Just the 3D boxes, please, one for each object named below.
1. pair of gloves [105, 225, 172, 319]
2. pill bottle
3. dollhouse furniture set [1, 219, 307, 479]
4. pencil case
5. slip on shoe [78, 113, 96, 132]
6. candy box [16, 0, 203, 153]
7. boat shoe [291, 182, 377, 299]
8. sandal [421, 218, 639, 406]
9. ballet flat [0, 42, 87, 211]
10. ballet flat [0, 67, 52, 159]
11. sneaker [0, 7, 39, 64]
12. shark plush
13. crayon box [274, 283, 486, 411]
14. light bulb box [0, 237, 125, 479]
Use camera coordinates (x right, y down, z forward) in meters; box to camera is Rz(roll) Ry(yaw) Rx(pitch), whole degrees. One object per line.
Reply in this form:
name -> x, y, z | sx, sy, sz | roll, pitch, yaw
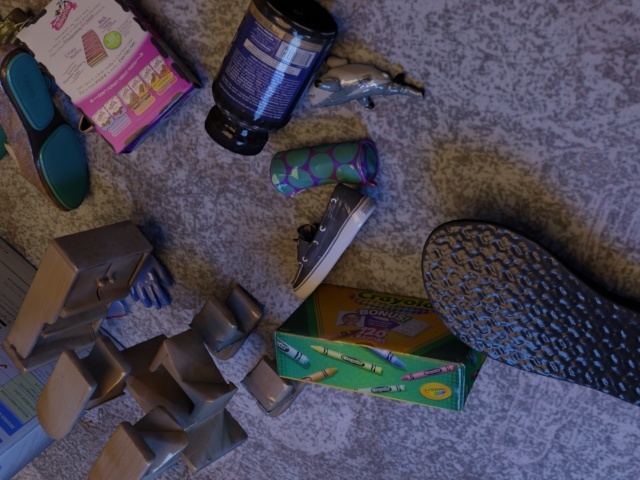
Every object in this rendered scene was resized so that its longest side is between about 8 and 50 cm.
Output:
pair of gloves -> -0.353, 0.060, 1.469 | 0.198, 0.023, 0.159 | -14, 103, 29
pill bottle -> -0.077, -0.230, 1.151 | 0.123, 0.123, 0.219 | 37, 122, 7
dollhouse furniture set -> -0.291, 0.205, 1.307 | 0.394, 0.362, 0.256 | 47, 125, 17
pencil case -> 0.006, -0.104, 1.201 | 0.151, 0.064, 0.070 | -6, 96, 27
slip on shoe -> -0.347, -0.223, 1.330 | 0.051, 0.041, 0.135 | 48, 123, 0
candy box -> -0.314, -0.268, 1.247 | 0.159, 0.071, 0.233 | -40, 92, 9
boat shoe -> 0.000, 0.000, 1.222 | 0.076, 0.080, 0.228 | 37, 138, 1
sandal -> 0.332, 0.108, 1.117 | 0.445, 0.107, 0.168 | 27, 106, -2
ballet flat -> -0.467, -0.182, 1.336 | 0.106, 0.107, 0.316 | 14, 136, 22
ballet flat -> -0.530, -0.226, 1.400 | 0.232, 0.080, 0.073 | -42, 60, 30
sneaker -> -0.472, -0.328, 1.329 | 0.192, 0.064, 0.086 | 5, 117, 26
shark plush -> 0.062, -0.213, 1.153 | 0.161, 0.073, 0.067 | -3, 132, 5
crayon box -> 0.094, 0.149, 1.210 | 0.278, 0.165, 0.081 | 7, 114, 22
light bulb box -> -0.609, 0.229, 1.462 | 0.358, 0.361, 0.225 | 40, 122, 5
